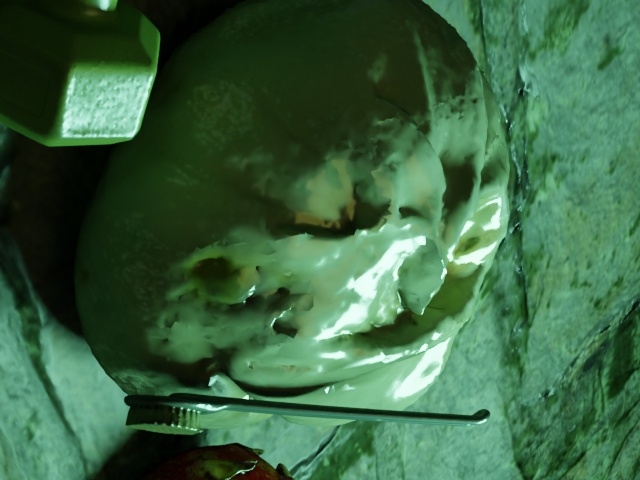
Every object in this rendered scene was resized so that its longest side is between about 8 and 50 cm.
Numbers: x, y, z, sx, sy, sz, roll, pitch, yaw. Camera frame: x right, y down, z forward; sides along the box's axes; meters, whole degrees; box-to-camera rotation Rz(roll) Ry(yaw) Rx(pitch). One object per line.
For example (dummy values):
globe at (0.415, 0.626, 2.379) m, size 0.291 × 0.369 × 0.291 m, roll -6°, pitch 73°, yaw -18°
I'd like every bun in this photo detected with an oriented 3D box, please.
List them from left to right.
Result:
bun at (0.000, 0.000, 1.221) m, size 0.365 × 0.219 × 0.365 m, roll -31°, pitch 140°, yaw -31°

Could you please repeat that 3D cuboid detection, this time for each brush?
brush at (-0.005, 0.124, 1.160) m, size 0.266 × 0.062 × 0.027 m, roll 4°, pitch 80°, yaw -17°

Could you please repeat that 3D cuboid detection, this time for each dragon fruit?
dragon fruit at (-0.129, 0.250, 1.399) m, size 0.246 × 0.125 × 0.125 m, roll -25°, pitch 112°, yaw -12°

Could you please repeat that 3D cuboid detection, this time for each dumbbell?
dumbbell at (-0.121, -0.201, 0.945) m, size 0.108 × 0.121 × 0.302 m, roll -37°, pitch 149°, yaw -58°
